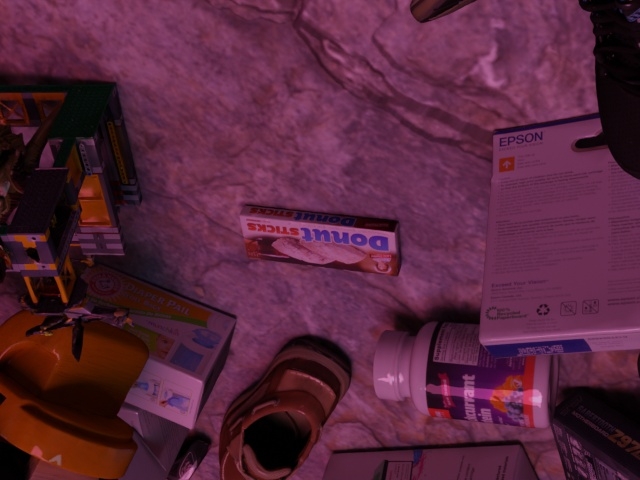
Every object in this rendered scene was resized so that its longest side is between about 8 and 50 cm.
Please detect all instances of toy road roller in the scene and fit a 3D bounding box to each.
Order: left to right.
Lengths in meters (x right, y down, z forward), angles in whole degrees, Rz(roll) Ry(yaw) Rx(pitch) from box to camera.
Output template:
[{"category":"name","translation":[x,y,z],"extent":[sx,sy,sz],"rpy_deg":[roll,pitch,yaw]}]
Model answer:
[{"category":"toy road roller","translation":[-0.338,0.174,1.148],"extent":[0.330,0.240,0.202],"rpy_deg":[25,176,39]}]

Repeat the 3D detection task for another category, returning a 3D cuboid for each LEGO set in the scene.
[{"category":"LEGO set","translation":[-0.317,-0.015,1.064],"extent":[0.255,0.331,0.192],"rpy_deg":[-5,132,0]}]

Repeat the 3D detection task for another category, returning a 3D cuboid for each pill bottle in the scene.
[{"category":"pill bottle","translation":[0.162,0.146,1.134],"extent":[0.194,0.108,0.108],"rpy_deg":[3,131,20]}]

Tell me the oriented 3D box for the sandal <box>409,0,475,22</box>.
[{"category":"sandal","translation":[0.146,-0.293,0.763],"extent":[0.086,0.120,0.302],"rpy_deg":[45,136,19]}]

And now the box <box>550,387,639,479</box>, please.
[{"category":"box","translation":[0.361,0.300,1.160],"extent":[0.183,0.059,0.232],"rpy_deg":[35,154,52]}]

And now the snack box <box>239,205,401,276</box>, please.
[{"category":"snack box","translation":[0.000,0.000,1.128],"extent":[0.178,0.022,0.064],"rpy_deg":[7,131,17]}]

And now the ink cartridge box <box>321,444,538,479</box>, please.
[{"category":"ink cartridge box","translation":[0.154,0.379,1.339],"extent":[0.278,0.117,0.201],"rpy_deg":[-9,126,29]}]

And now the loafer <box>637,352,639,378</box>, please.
[{"category":"loafer","translation":[0.371,0.154,0.989],"extent":[0.134,0.130,0.366],"rpy_deg":[2,152,21]}]

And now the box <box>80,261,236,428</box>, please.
[{"category":"box","translation":[-0.224,0.128,1.269],"extent":[0.203,0.114,0.103],"rpy_deg":[21,134,3]}]

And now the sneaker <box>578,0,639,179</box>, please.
[{"category":"sneaker","translation":[0.237,-0.184,0.767],"extent":[0.125,0.140,0.340],"rpy_deg":[29,139,42]}]

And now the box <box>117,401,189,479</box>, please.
[{"category":"box","translation":[-0.290,0.229,1.383],"extent":[0.181,0.119,0.181],"rpy_deg":[9,133,15]}]

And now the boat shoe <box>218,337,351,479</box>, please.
[{"category":"boat shoe","translation":[-0.069,0.256,1.317],"extent":[0.123,0.120,0.324],"rpy_deg":[26,134,-1]}]

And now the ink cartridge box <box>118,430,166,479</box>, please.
[{"category":"ink cartridge box","translation":[-0.331,0.336,1.299],"extent":[0.220,0.160,0.092],"rpy_deg":[-11,125,28]}]

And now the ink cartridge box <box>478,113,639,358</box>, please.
[{"category":"ink cartridge box","translation":[0.255,-0.011,0.896],"extent":[0.223,0.223,0.045],"rpy_deg":[-7,149,28]}]

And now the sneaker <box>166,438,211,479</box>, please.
[{"category":"sneaker","translation":[-0.236,0.326,1.486],"extent":[0.077,0.072,0.178],"rpy_deg":[45,127,-11]}]
